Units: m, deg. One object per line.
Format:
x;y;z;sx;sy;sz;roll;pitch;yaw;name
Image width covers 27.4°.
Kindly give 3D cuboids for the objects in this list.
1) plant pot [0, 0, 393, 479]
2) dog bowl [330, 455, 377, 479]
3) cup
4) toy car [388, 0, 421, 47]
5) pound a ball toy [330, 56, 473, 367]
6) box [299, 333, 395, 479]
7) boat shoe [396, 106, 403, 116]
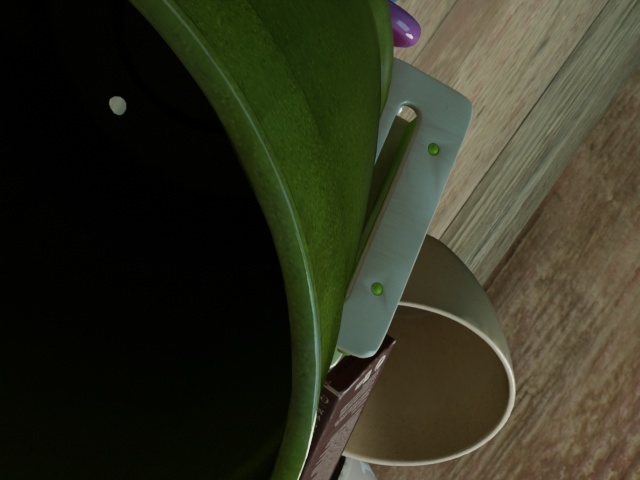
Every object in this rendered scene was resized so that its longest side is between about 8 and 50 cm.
-0.119;-0.057;0.666;0.366;0.367;0.353;-65;174;32;plant pot
-0.056;0.430;1.987;0.349;0.102;0.348;-40;-163;15;dog bowl
0.106;0.122;1.845;0.237;0.331;0.331;-81;-171;-47;cup
0.018;-0.194;1.116;0.182;0.136;0.159;-54;165;-3;toy car
0.000;0.000;1.253;0.319;0.136;0.208;-66;-168;-17;pound a ball toy
-0.068;0.229;1.679;0.143;0.191;0.381;-40;158;-44;box
0.052;-0.085;1.570;0.227;0.081;0.079;-58;165;14;boat shoe
